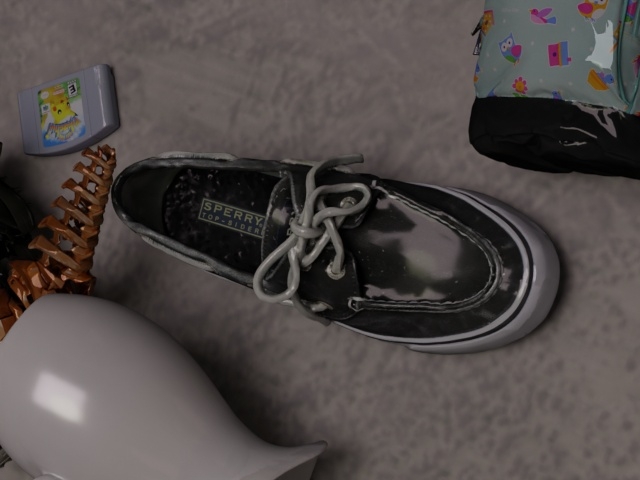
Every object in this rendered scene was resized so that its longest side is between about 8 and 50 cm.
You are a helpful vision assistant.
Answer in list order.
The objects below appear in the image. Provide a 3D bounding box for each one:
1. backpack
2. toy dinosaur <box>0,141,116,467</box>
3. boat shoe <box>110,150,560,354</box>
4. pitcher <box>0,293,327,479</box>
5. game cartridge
[{"bbox_3d":[0.165,-0.133,1.162,0.152,0.115,0.182,9,85,34],"label":"backpack"},{"bbox_3d":[-0.238,0.035,1.374,0.322,0.164,0.218,-38,77,15],"label":"toy dinosaur"},{"bbox_3d":[0.001,-0.004,1.247,0.306,0.105,0.113,20,94,32],"label":"boat shoe"},{"bbox_3d":[-0.126,0.140,1.236,0.207,0.178,0.125,33,142,7],"label":"pitcher"},{"bbox_3d":[-0.186,-0.092,1.425,0.083,0.017,0.056,-16,79,28],"label":"game cartridge"}]
